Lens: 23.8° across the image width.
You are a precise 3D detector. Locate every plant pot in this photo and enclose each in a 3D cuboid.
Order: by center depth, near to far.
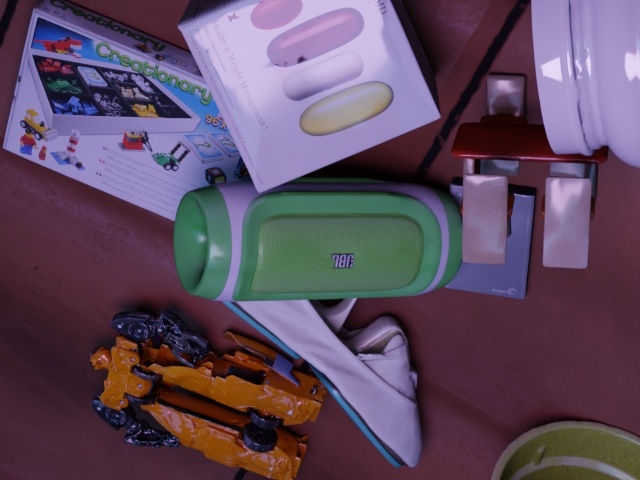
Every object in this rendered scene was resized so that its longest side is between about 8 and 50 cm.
[{"bbox_3d":[0.293,0.397,1.781,0.276,0.276,0.254,22,135,4],"label":"plant pot"}]

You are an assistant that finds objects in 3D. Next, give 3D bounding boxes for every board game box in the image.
[{"bbox_3d":[-0.199,-0.133,1.731,0.305,0.053,0.193,23,123,3],"label":"board game box"}]

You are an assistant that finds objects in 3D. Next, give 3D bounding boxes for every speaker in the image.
[{"bbox_3d":[0.000,0.000,1.621,0.297,0.131,0.131,-1,127,-25],"label":"speaker"}]

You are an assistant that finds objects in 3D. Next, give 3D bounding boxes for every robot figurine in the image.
[{"bbox_3d":[-0.146,0.187,1.882,0.291,0.085,0.211,22,123,4],"label":"robot figurine"}]

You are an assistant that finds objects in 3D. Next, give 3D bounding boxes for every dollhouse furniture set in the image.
[{"bbox_3d":[0.260,-0.093,1.488,0.259,0.262,0.135,3,118,10],"label":"dollhouse furniture set"}]

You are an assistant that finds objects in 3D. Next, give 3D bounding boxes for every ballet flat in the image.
[{"bbox_3d":[0.021,0.109,1.756,0.139,0.139,0.400,-31,116,30],"label":"ballet flat"}]

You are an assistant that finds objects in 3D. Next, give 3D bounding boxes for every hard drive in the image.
[{"bbox_3d":[0.189,-0.002,1.703,0.094,0.022,0.135,8,121,13],"label":"hard drive"}]

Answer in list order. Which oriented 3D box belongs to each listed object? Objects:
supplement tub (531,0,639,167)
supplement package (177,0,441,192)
[{"bbox_3d":[0.355,-0.182,1.283,0.325,0.235,0.235,-3,118,17],"label":"supplement tub"},{"bbox_3d":[-0.007,-0.190,1.550,0.203,0.149,0.194,-23,109,10],"label":"supplement package"}]
